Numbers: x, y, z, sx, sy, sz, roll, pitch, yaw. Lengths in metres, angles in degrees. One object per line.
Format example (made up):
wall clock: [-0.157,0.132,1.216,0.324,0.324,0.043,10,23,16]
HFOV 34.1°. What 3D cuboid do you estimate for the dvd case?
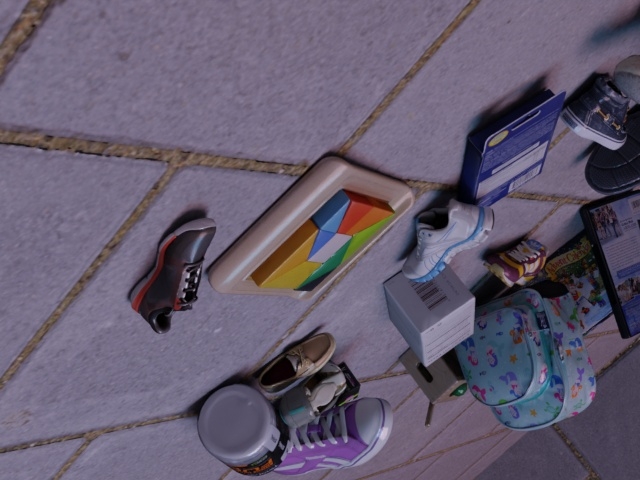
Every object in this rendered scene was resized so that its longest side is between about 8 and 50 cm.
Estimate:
dvd case: [0.584,0.041,1.963,0.180,0.253,0.022,-17,178,-38]

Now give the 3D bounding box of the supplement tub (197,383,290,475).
supplement tub: [-0.111,0.295,1.597,0.117,0.117,0.190,-35,157,-4]

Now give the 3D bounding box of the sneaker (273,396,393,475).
sneaker: [-0.021,0.324,1.721,0.161,0.102,0.282,22,139,-39]

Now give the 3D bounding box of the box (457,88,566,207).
box: [0.258,-0.124,1.429,0.136,0.036,0.225,-32,159,-13]

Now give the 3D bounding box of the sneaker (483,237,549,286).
sneaker: [0.346,0.031,1.828,0.084,0.069,0.185,-52,160,14]

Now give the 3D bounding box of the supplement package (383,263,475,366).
supplement package: [0.176,0.111,1.672,0.105,0.105,0.179,-34,158,-7]

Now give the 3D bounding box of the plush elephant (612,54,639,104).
plush elephant: [0.585,-0.283,1.323,0.330,0.271,0.255,-57,-176,-31]

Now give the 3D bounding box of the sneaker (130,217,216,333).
sneaker: [-0.146,0.041,1.127,0.061,0.065,0.158,-11,146,-46]

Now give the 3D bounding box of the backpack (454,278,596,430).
backpack: [0.378,0.221,1.924,0.191,0.254,0.225,-15,173,-41]

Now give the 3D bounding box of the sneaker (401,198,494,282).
sneaker: [0.162,-0.007,1.499,0.082,0.071,0.191,23,140,-20]

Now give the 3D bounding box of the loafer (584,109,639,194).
loafer: [0.554,-0.182,1.666,0.302,0.109,0.095,-46,160,13]

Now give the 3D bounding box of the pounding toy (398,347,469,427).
pounding toy: [0.222,0.264,1.985,0.100,0.141,0.130,-46,155,22]

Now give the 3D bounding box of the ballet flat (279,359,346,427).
ballet flat: [0.006,0.234,1.641,0.068,0.072,0.213,-27,-178,26]

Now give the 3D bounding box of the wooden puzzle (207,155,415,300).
wooden puzzle: [0.000,0.000,1.287,0.221,0.044,0.238,-43,156,15]

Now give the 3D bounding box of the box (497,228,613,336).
box: [0.481,0.110,2.040,0.233,0.159,0.044,-39,159,5]

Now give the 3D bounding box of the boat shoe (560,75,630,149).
boat shoe: [0.421,-0.185,1.511,0.083,0.065,0.183,-47,154,26]

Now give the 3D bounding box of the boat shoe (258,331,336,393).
boat shoe: [-0.036,0.186,1.584,0.135,0.050,0.045,-39,163,4]

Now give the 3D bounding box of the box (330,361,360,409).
box: [0.020,0.261,1.804,0.083,0.052,0.062,-28,156,-18]
